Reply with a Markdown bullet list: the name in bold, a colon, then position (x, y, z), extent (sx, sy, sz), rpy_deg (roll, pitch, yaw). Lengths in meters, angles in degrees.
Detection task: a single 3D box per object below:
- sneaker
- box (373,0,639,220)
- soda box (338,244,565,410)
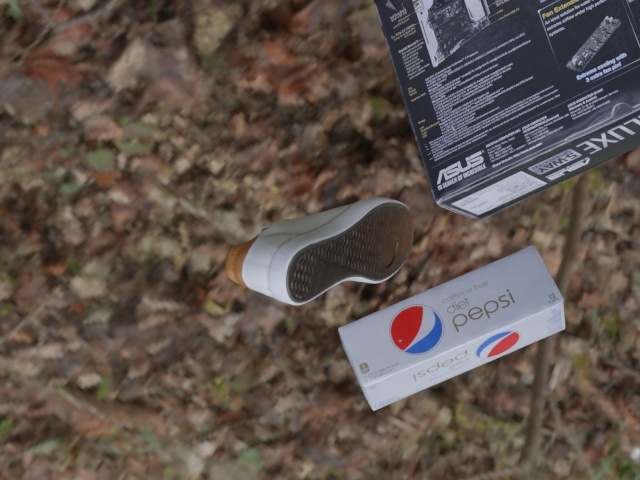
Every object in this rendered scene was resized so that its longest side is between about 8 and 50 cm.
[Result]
- **sneaker**: position (0.000, 0.000, 1.739), extent (0.123, 0.290, 0.105), rpy_deg (11, 105, 35)
- **box**: position (0.191, -0.186, 1.047), extent (0.307, 0.076, 0.242), rpy_deg (-27, 67, 27)
- **soda box**: position (0.132, 0.088, 1.458), extent (0.216, 0.074, 0.069), rpy_deg (-23, 150, -2)
